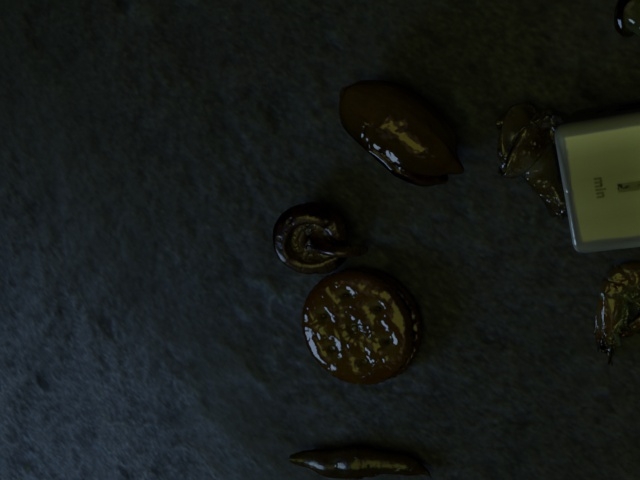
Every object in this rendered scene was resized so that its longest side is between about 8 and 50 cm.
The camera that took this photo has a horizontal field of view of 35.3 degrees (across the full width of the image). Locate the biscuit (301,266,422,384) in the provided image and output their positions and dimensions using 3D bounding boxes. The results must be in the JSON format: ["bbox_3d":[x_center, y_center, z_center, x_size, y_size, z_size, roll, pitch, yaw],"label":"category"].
[{"bbox_3d":[0.072,0.153,1.796,0.221,0.066,0.220,6,105,25],"label":"biscuit"}]

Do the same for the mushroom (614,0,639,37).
[{"bbox_3d":[0.584,-0.281,1.440,0.333,0.087,0.107,28,113,12],"label":"mushroom"}]

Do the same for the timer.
[{"bbox_3d":[0.469,-0.102,1.477,0.195,0.192,0.194,-8,101,26],"label":"timer"}]

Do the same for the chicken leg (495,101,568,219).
[{"bbox_3d":[0.342,-0.122,1.595,0.125,0.080,0.196,-8,104,17],"label":"chicken leg"}]

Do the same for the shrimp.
[{"bbox_3d":[0.491,0.119,1.624,0.099,0.041,0.180,12,108,5],"label":"shrimp"}]

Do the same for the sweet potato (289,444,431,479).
[{"bbox_3d":[0.072,0.414,1.872,0.274,0.067,0.067,-1,104,22],"label":"sweet potato"}]

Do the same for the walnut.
[{"bbox_3d":[0.130,-0.177,1.640,0.245,0.137,0.137,41,117,17],"label":"walnut"}]

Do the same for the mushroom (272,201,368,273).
[{"bbox_3d":[0.001,-0.001,1.776,0.171,0.080,0.135,16,123,18],"label":"mushroom"}]
